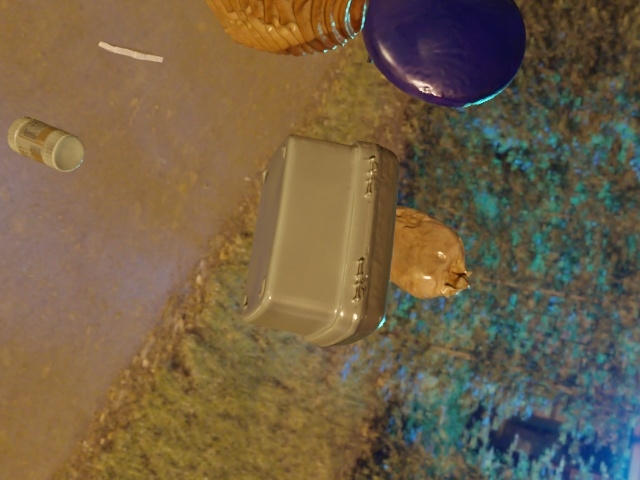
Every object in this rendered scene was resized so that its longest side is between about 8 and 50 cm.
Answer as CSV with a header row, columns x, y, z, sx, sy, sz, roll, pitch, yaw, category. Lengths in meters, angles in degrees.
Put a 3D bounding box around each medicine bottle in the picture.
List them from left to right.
x,y,z,sx,sy,sz,roll,pitch,yaw,category
-0.320,-0.112,0.935,0.047,0.083,0.047,-38,139,-43,medicine bottle

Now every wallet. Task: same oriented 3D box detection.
x,y,z,sx,sy,sz,roll,pitch,yaw,category
-0.263,-0.262,1.118,0.083,0.044,0.011,1,110,-50,wallet

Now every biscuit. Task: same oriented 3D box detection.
x,y,z,sx,sy,sz,roll,pitch,yaw,category
-0.042,-0.217,0.660,0.228,0.176,0.031,66,43,-68,biscuit

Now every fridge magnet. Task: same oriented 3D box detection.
x,y,z,sx,sy,sz,roll,pitch,yaw,category
0.194,-0.328,1.269,0.113,0.265,0.265,116,-8,-70,fridge magnet

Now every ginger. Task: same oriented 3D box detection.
x,y,z,sx,sy,sz,roll,pitch,yaw,category
0.153,0.019,1.431,0.138,0.267,0.152,-38,125,-29,ginger

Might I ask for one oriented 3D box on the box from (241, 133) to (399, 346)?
x,y,z,sx,sy,sz,roll,pitch,yaw,category
0.000,0.000,0.844,0.148,0.129,0.210,141,-40,-67,box
